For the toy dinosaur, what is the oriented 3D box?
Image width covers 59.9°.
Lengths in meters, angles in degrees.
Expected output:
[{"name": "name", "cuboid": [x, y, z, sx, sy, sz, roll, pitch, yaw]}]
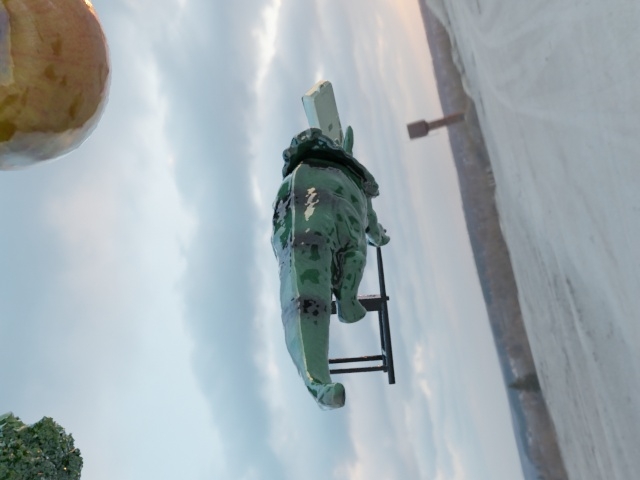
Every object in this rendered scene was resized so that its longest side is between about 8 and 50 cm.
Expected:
[{"name": "toy dinosaur", "cuboid": [0.005, 0.013, 0.394, 0.292, 0.079, 0.120, -86, -18, -45]}]

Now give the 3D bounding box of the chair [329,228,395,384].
[{"name": "chair", "cuboid": [0.045, 0.115, 0.976, 0.141, 0.154, 0.260, 72, -166, -86]}]

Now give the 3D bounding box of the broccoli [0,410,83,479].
[{"name": "broccoli", "cuboid": [-0.373, 0.263, 0.538, 0.241, 0.269, 0.261, 41, -178, 10]}]

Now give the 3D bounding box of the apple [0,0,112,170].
[{"name": "apple", "cuboid": [-0.417, -0.237, 0.715, 0.275, 0.299, 0.299, -115, 5, -70]}]

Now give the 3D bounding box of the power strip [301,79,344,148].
[{"name": "power strip", "cuboid": [0.011, -0.266, 1.257, 0.081, 0.035, 0.192, -51, -38, -32]}]
